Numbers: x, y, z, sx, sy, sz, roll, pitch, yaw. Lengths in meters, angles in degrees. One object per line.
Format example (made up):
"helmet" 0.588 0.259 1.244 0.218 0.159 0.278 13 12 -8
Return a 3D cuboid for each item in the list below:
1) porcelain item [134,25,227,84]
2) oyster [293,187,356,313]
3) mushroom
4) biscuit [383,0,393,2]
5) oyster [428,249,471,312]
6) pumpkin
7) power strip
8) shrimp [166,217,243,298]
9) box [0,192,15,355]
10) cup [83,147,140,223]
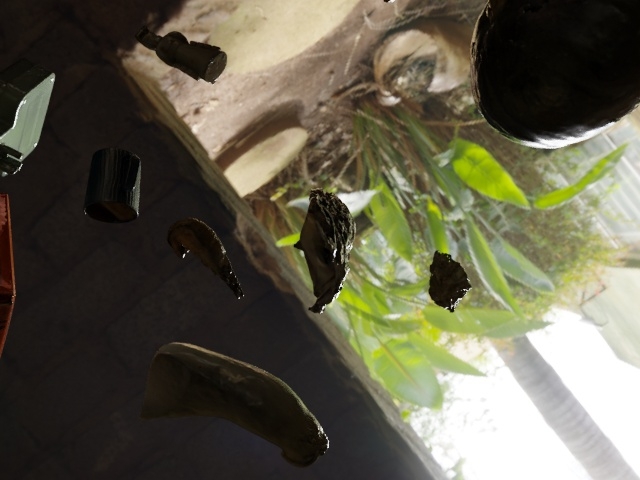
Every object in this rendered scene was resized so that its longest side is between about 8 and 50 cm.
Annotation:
"porcelain item" -0.299 -0.395 1.214 0.084 0.213 0.054 -56 157 -19
"oyster" 0.011 0.002 1.002 0.275 0.100 0.271 109 -10 -58
"mushroom" -0.165 0.342 1.208 0.126 0.397 0.177 -45 151 -81
"biscuit" 0.174 -0.594 1.191 0.043 0.183 0.280 -18 -160 -42
"oyster" 0.335 0.114 1.568 0.072 0.133 0.209 -45 162 -22
"pumpkin" 0.487 -0.406 1.151 0.454 0.344 0.454 -53 -164 22
"power strip" -0.668 -0.235 1.246 0.229 0.141 0.261 -53 -165 35
"shrimp" -0.276 0.044 1.414 0.117 0.262 0.066 -8 -142 21
"box" -0.734 0.107 1.007 0.318 0.257 0.349 6 136 -35
"cup" -0.448 -0.126 1.296 0.150 0.138 0.113 -9 157 16
